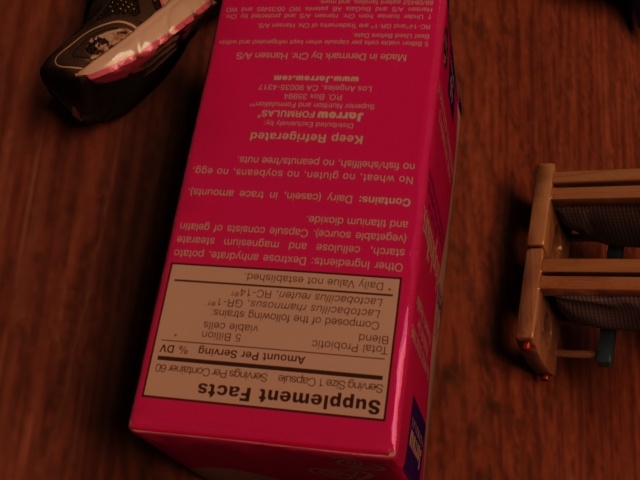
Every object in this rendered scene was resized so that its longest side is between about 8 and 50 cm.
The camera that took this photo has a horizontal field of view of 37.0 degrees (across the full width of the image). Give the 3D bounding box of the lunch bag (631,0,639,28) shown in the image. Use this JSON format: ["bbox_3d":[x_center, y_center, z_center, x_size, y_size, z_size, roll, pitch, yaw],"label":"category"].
[{"bbox_3d":[0.253,-0.316,0.768,0.221,0.138,0.293,-2,89,-38],"label":"lunch bag"}]

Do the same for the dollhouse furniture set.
[{"bbox_3d":[0.221,0.049,0.636,0.184,0.129,0.129,50,48,-51],"label":"dollhouse furniture set"}]

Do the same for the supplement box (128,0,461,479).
[{"bbox_3d":[0.000,0.000,0.448,0.111,0.113,0.220,65,32,-64],"label":"supplement box"}]

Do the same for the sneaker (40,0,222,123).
[{"bbox_3d":[-0.091,-0.131,0.487,0.077,0.072,0.178,39,48,-6],"label":"sneaker"}]
